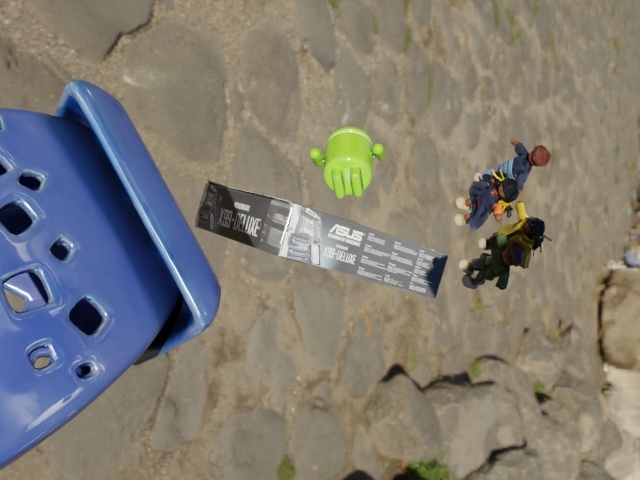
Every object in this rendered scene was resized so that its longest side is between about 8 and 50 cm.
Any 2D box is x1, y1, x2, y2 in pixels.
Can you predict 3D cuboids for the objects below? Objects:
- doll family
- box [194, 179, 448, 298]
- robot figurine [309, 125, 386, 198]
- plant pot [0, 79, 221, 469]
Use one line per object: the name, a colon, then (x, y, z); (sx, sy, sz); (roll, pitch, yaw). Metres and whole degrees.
doll family: (0.217, -0.034, 0.864); (0.075, 0.111, 0.193); (5, 69, -25)
box: (0.000, 0.000, 1.120); (0.307, 0.242, 0.077); (17, 90, -37)
robot figurine: (0.038, -0.109, 1.009); (0.115, 0.101, 0.067); (-84, 164, -46)
plant pot: (-0.225, 0.027, 0.567); (0.212, 0.236, 0.236); (-28, 88, -32)
